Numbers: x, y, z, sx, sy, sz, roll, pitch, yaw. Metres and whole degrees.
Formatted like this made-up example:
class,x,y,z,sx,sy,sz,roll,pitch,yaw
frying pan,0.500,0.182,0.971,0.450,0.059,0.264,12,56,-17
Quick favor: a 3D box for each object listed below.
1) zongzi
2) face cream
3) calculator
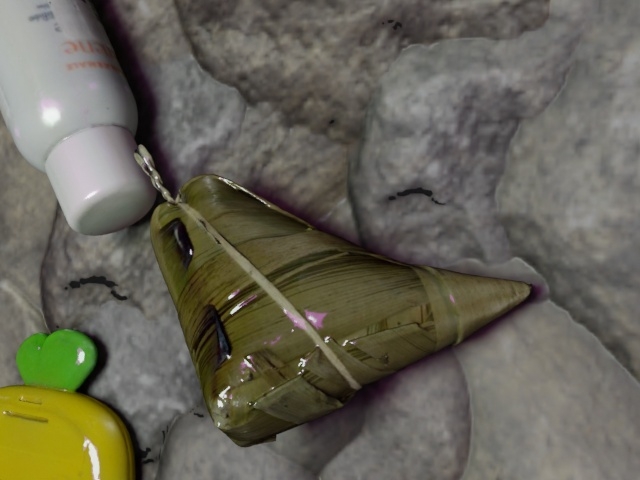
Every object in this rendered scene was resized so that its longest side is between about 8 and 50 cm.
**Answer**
class,x,y,z,sx,sy,sz,roll,pitch,yaw
zongzi,0.000,0.000,0.646,0.178,0.081,0.189,-26,55,4
face cream,-0.176,-0.125,0.749,0.082,0.082,0.269,-36,68,23
calculator,-0.180,0.172,0.741,0.146,0.032,0.234,3,87,31
